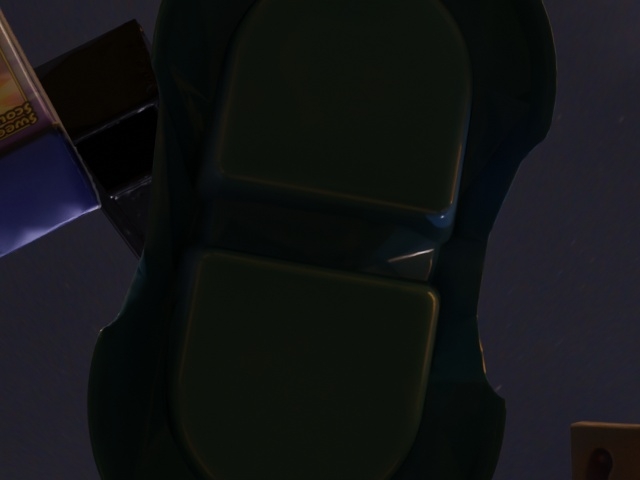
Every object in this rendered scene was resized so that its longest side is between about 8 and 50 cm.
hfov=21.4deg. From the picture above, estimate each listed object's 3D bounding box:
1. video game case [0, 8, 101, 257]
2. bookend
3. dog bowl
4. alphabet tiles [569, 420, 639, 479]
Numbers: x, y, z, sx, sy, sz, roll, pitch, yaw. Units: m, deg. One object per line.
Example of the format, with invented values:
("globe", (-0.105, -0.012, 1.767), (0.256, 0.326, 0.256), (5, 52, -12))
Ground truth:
("video game case", (-0.265, -0.044, 0.774), (0.269, 0.061, 0.244), (-28, -132, -5))
("bookend", (-0.149, -0.038, 1.089), (0.157, 0.156, 0.072), (-25, -129, 3))
("dog bowl", (0.000, 0.000, 0.707), (0.166, 0.074, 0.297), (10, -96, -4))
("alphabet tiles", (0.243, 0.158, 0.616), (0.342, 0.011, 0.285), (-2, -90, 39))
